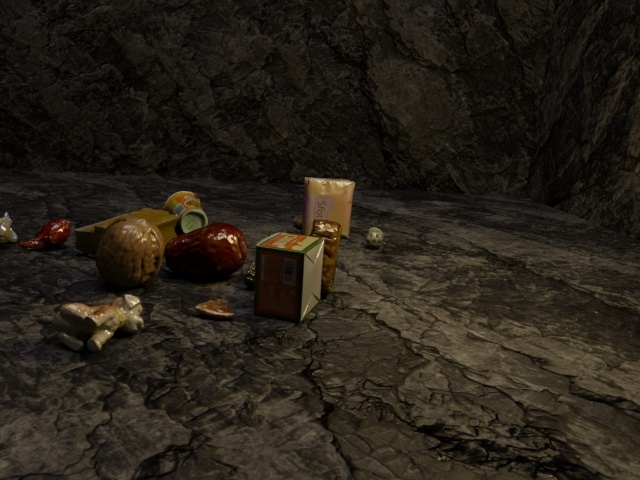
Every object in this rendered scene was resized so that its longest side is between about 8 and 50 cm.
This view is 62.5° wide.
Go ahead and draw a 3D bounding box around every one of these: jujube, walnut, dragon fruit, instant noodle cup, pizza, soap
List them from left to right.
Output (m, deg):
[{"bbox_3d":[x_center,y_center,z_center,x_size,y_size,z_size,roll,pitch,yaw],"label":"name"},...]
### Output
[{"bbox_3d":[-0.972,-0.007,1.862,0.190,0.094,0.094,-35,34,-31],"label":"dragon fruit"},{"bbox_3d":[-0.687,-0.020,1.886,0.259,0.143,0.281,6,19,19],"label":"soap"},{"bbox_3d":[-0.553,0.031,1.546,0.213,0.213,0.213,3,14,-1],"label":"walnut"},{"bbox_3d":[-0.559,-0.106,2.237,0.168,0.168,0.185,-4,24,-30],"label":"instant noodle cup"},{"bbox_3d":[-0.363,0.034,1.671,0.255,0.190,0.190,-3,14,4],"label":"jujube"},{"bbox_3d":[-0.263,0.187,1.377,0.099,0.029,0.100,24,26,35],"label":"pizza"}]

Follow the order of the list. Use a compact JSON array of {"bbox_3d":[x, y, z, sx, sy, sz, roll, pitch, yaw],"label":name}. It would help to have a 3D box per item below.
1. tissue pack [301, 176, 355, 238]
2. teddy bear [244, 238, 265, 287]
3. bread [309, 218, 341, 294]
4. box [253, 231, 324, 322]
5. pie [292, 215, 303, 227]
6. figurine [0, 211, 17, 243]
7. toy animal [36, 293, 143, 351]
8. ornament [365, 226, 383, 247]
[{"bbox_3d":[0.030,-0.144,2.305,0.215,0.256,0.123,2,11,-9],"label":"tissue pack"},{"bbox_3d":[-0.132,0.049,1.651,0.182,0.129,0.251,-22,-1,32],"label":"teddy bear"},{"bbox_3d":[0.004,0.048,1.606,0.096,0.222,0.181,8,3,-1],"label":"bread"},{"bbox_3d":[-0.088,0.094,1.438,0.148,0.195,0.177,7,15,15],"label":"box"},{"bbox_3d":[-0.039,-0.088,2.488,0.185,0.052,0.218,0,11,6],"label":"pie"},{"bbox_3d":[-1.171,-0.054,1.860,0.208,0.128,0.184,40,-11,-37],"label":"figurine"},{"bbox_3d":[-0.516,0.171,1.212,0.184,0.104,0.185,10,19,20],"label":"toy animal"},{"bbox_3d":[0.225,-0.009,2.202,0.075,0.081,0.156,41,14,-2],"label":"ornament"}]
